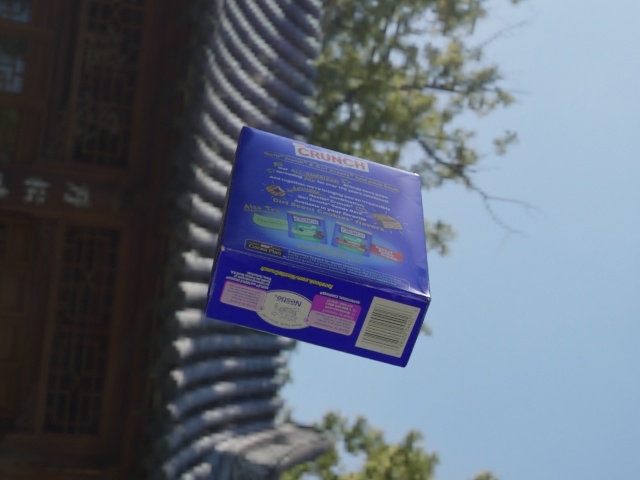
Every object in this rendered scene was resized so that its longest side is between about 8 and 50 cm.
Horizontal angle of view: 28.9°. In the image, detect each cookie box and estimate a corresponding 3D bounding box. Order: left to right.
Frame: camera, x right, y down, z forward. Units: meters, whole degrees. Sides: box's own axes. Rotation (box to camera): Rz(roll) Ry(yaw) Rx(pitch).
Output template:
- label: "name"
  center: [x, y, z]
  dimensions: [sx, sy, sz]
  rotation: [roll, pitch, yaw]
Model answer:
- label: "cookie box"
  center: [0.000, 0.000, 0.554]
  dimensions: [0.107, 0.092, 0.040]
  rotation: [-86, -167, -57]
